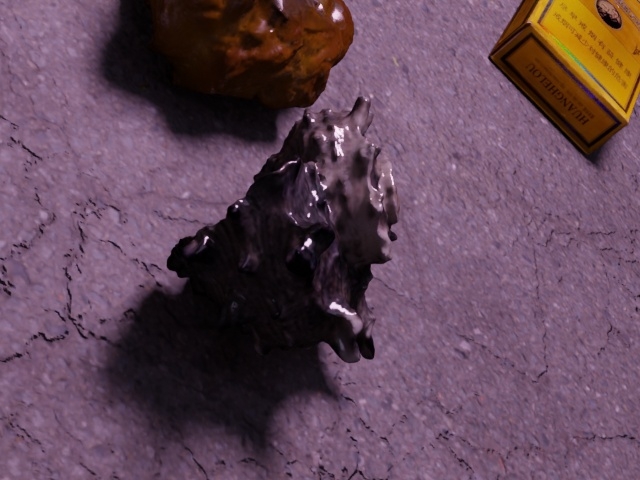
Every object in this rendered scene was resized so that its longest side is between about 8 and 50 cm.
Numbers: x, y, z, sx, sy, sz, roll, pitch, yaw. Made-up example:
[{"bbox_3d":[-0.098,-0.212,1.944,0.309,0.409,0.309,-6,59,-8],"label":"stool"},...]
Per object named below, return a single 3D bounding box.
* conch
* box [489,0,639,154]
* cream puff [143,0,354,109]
[{"bbox_3d":[-0.005,-0.013,1.204,0.186,0.240,0.313,24,19,23],"label":"conch"},{"bbox_3d":[0.364,-0.277,1.879,0.193,0.084,0.301,44,40,-9],"label":"box"},{"bbox_3d":[-0.077,-0.244,1.376,0.269,0.155,0.241,-17,74,-51],"label":"cream puff"}]
